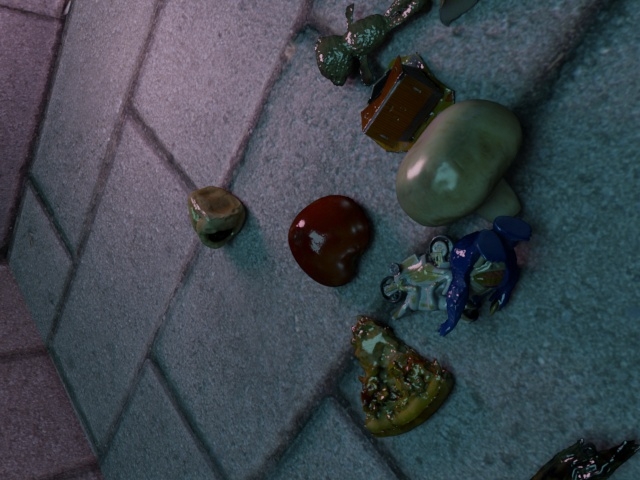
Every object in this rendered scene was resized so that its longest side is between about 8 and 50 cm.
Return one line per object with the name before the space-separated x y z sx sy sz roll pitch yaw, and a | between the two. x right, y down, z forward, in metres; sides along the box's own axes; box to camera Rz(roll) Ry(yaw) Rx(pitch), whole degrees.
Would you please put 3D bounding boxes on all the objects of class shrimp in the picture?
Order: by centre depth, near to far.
shrimp | 0.468 0.531 1.017 0.272 0.085 0.445 34 118 31

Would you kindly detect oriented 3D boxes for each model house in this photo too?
model house | 0.144 -0.287 1.226 0.207 0.136 0.219 55 126 24

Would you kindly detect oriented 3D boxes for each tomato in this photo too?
tomato | 0.000 0.000 1.380 0.200 0.140 0.233 40 119 42

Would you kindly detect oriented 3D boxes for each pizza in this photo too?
pizza | 0.176 0.296 1.283 0.251 0.074 0.287 -19 81 40

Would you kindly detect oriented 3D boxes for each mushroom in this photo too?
mushroom | 0.279 -0.120 1.066 0.234 0.254 0.260 38 130 -7

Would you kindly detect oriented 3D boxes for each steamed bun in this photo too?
steamed bun | -0.314 -0.055 1.690 0.172 0.141 0.155 45 135 35

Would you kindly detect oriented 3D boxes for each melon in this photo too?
melon | 0.287 -0.533 1.125 0.202 0.093 0.139 109 165 -57

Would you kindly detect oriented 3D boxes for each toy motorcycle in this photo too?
toy motorcycle | 0.225 0.095 1.222 0.229 0.074 0.151 -44 67 33

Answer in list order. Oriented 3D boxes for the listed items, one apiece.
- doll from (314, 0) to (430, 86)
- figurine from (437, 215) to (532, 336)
doll | 0.106 -0.473 1.292 0.202 0.091 0.286 45 120 20
figurine | 0.301 0.063 1.090 0.120 0.164 0.262 52 138 35
